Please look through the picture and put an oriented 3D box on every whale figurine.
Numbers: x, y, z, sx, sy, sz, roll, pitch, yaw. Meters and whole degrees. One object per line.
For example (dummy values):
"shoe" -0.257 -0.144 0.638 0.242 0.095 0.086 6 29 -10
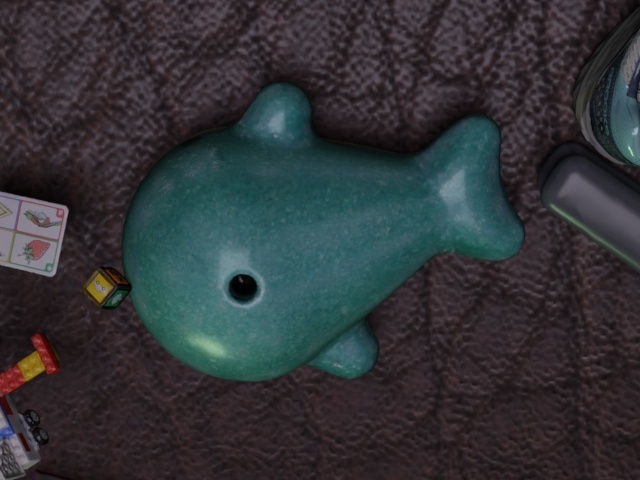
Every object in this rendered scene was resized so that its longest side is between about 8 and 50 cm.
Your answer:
"whale figurine" 0.000 0.000 1.070 0.272 0.141 0.216 -13 104 5

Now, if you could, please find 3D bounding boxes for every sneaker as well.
"sneaker" 0.274 -0.161 1.028 0.110 0.122 0.283 28 104 -7

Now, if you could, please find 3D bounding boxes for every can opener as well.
"can opener" 0.262 0.038 1.108 0.280 0.074 0.093 38 104 -8

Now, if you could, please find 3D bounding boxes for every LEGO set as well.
"LEGO set" -0.250 0.050 1.074 0.244 0.060 0.182 12 91 21

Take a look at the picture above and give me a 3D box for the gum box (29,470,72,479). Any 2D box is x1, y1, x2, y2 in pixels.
"gum box" -0.149 0.250 1.184 0.188 0.062 0.107 15 105 -3
